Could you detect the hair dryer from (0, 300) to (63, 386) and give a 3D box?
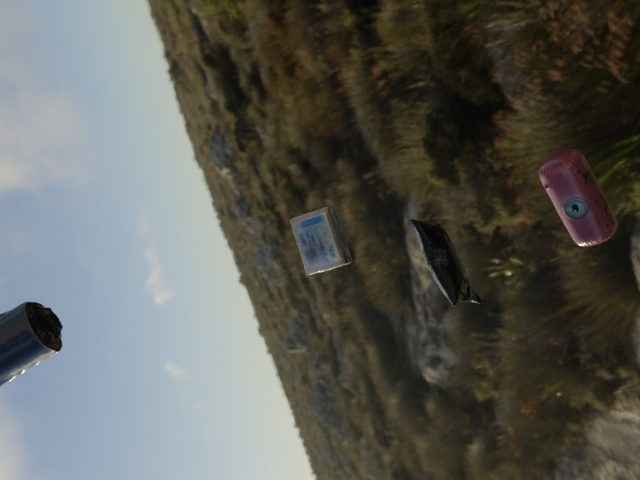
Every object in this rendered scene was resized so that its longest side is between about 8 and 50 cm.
[{"bbox_3d":[-0.335,0.184,0.656,0.244,0.303,0.116,59,-170,-1],"label":"hair dryer"}]

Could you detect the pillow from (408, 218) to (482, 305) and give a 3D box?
[{"bbox_3d":[0.190,0.035,1.122,0.150,0.048,0.090,66,-166,18],"label":"pillow"}]

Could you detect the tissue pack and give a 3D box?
[{"bbox_3d":[0.000,0.000,1.123,0.059,0.074,0.094,-5,-102,-76],"label":"tissue pack"}]

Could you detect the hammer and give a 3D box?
[{"bbox_3d":[0.210,-0.034,0.599,0.083,0.043,0.043,58,177,-15],"label":"hammer"}]
